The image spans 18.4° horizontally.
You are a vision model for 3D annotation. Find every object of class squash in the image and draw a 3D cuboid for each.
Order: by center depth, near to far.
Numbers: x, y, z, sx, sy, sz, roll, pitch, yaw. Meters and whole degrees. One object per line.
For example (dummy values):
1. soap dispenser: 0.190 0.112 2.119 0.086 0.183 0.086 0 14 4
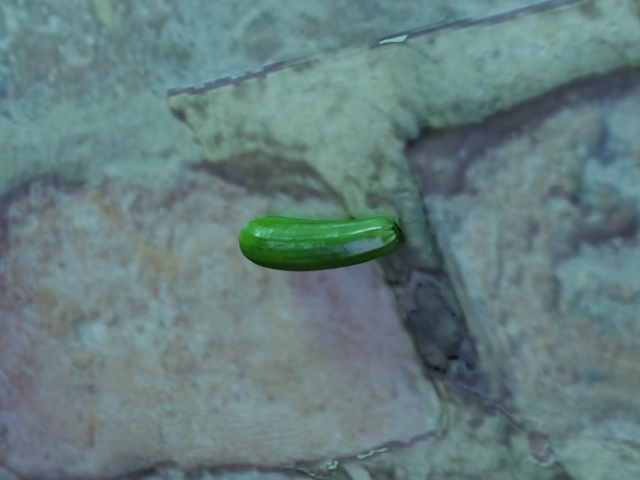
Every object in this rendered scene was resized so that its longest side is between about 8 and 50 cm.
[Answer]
1. squash: 0.000 0.001 0.929 0.089 0.027 0.027 1 116 36
